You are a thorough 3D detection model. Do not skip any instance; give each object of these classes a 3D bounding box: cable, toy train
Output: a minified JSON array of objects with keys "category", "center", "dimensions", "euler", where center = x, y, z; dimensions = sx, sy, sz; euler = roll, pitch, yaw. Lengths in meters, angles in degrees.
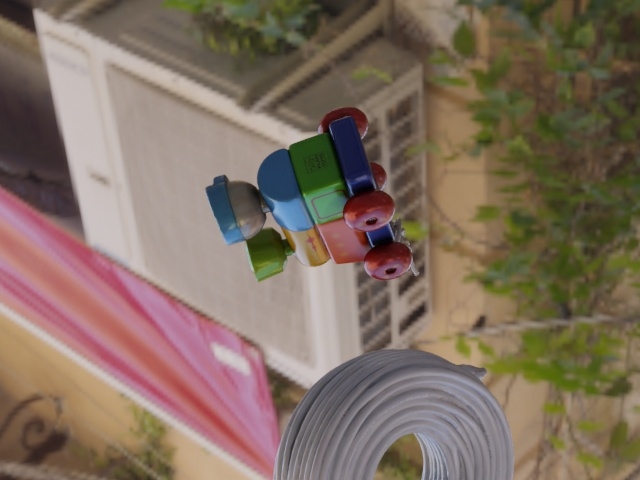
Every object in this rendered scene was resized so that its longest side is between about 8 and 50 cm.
[{"category":"cable","center":[0.076,0.237,1.421],"dimensions":[0.257,0.257,0.089],"euler":[15,179,-34]},{"category":"toy train","center":[0.000,0.000,1.217],"dimensions":[0.143,0.248,0.105],"euler":[-18,-121,4]}]
